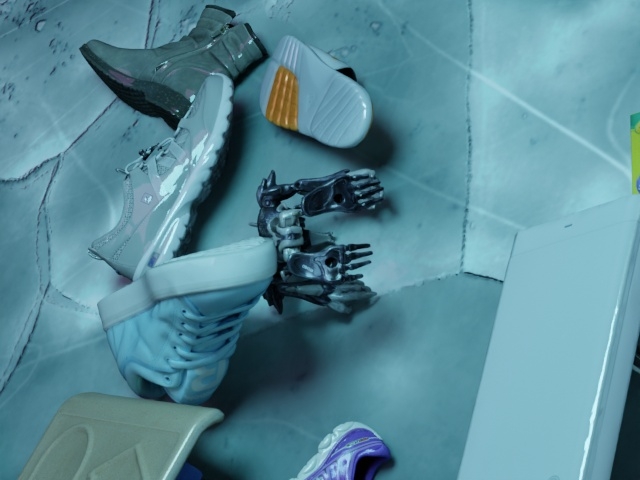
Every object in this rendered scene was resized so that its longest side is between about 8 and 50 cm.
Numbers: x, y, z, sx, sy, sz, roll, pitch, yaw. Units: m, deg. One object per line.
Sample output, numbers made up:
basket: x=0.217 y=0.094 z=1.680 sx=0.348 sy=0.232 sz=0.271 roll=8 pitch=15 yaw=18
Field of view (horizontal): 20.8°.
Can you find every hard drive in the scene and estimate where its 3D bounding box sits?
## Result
hard drive: x=0.222 y=0.119 z=1.648 sx=0.203 sy=0.040 sz=0.307 roll=-21 pitch=48 yaw=58

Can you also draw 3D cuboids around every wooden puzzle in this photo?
wooden puzzle: x=-0.260 y=0.319 z=1.849 sx=0.322 sy=0.080 sz=0.348 roll=-1 pitch=50 yaw=57

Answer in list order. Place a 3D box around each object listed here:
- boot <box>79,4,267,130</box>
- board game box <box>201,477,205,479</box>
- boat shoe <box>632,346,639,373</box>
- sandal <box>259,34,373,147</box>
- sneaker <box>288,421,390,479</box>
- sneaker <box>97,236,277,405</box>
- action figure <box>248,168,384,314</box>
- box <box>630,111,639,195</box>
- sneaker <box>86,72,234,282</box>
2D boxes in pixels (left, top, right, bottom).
boot: x=-0.183 y=-0.236 z=2.219 sx=0.246 sy=0.083 sz=0.161 roll=31 pitch=76 yaw=38
board game box: x=-0.156 y=0.337 z=1.838 sx=0.141 sy=0.048 sz=0.170 roll=31 pitch=83 yaw=45
boat shoe: x=0.283 y=0.081 z=1.685 sx=0.038 sy=0.046 sz=0.125 roll=-46 pitch=37 yaw=9
sandal: x=0.010 y=-0.157 z=2.013 sx=0.265 sy=0.076 sz=0.102 roll=41 pitch=112 yaw=56
sneaker: x=0.006 y=0.261 z=1.757 sx=0.071 sy=0.068 sz=0.170 roll=32 pitch=83 yaw=38
sneaker: x=-0.124 y=0.093 z=1.853 sx=0.366 sy=0.135 sz=0.150 roll=-28 pitch=81 yaw=65
action figure: x=0.000 y=0.000 z=1.880 sx=0.276 sy=0.141 sz=0.164 roll=173 pitch=99 yaw=-76
box: x=0.363 y=-0.075 z=1.727 sx=0.105 sy=0.043 sz=0.179 roll=-14 pitch=53 yaw=28
sneaker: x=-0.183 y=-0.082 z=2.059 sx=0.115 sy=0.105 sz=0.281 roll=22 pitch=73 yaw=3
